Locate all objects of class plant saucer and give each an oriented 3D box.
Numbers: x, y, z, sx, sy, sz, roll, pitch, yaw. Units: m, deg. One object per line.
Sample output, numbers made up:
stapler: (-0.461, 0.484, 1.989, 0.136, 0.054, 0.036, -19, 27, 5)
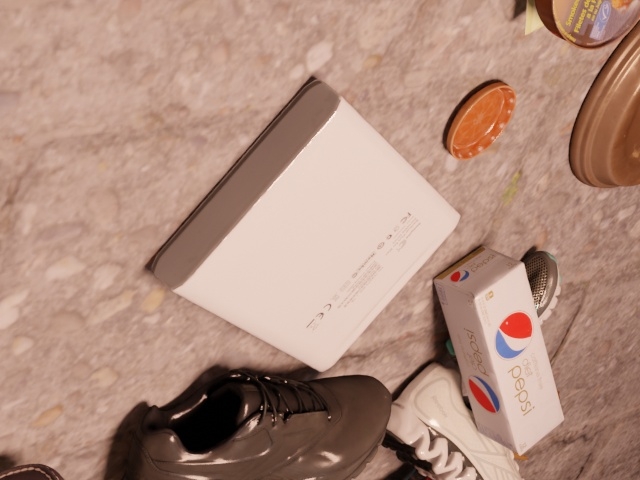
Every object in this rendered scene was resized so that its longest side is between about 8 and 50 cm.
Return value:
plant saucer: (0.377, -0.163, 1.639, 0.278, 0.041, 0.278, -32, 147, -24)
plant saucer: (0.147, -0.111, 1.419, 0.083, 0.013, 0.083, -33, 149, -23)

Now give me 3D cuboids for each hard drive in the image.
hard drive: (0.000, 0.000, 1.332, 0.203, 0.040, 0.307, -49, 151, 3)

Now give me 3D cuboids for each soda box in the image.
soda box: (0.191, 0.117, 1.622, 0.074, 0.069, 0.216, -33, 124, -23)

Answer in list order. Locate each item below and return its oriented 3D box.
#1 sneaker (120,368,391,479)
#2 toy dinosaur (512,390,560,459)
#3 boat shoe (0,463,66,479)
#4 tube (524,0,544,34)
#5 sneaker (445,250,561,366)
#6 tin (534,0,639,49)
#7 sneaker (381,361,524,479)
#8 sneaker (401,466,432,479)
sneaker: (-0.048, 0.173, 1.402, 0.286, 0.109, 0.130, -18, 135, -33)
toy dinosaur: (0.241, 0.216, 1.927, 0.211, 0.064, 0.112, 1, 108, -65)
boat shoe: (-0.315, 0.260, 1.174, 0.285, 0.103, 0.092, -30, 152, -18)
tube: (0.276, -0.262, 1.362, 0.240, 0.070, 0.062, -26, -173, -23)
sneaker: (0.199, 0.079, 1.683, 0.166, 0.065, 0.076, -55, 142, 5)
tin: (0.243, -0.255, 1.288, 0.106, 0.040, 0.190, 9, 107, -38)
sneaker: (0.182, 0.251, 1.746, 0.292, 0.110, 0.118, 47, 71, -34)
sneaker: (0.109, 0.325, 1.859, 0.262, 0.104, 0.125, -24, 170, -43)
